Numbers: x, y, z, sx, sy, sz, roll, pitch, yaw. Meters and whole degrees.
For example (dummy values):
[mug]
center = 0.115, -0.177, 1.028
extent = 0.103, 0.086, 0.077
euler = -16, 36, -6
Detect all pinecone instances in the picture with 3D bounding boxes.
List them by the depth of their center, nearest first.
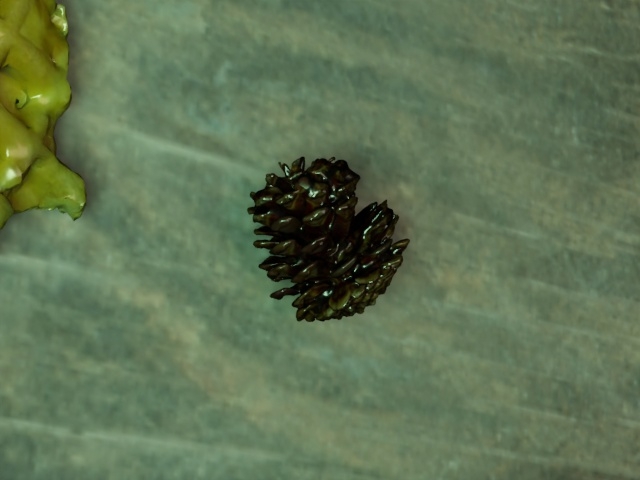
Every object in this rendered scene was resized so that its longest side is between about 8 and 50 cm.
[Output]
[pinecone]
center = 0.000, 0.000, 0.906
extent = 0.083, 0.077, 0.077
euler = 45, 58, -4

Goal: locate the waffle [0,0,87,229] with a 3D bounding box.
[waffle]
center = -0.208, -0.089, 0.772
extent = 0.245, 0.052, 0.254
euler = -14, 92, -39
